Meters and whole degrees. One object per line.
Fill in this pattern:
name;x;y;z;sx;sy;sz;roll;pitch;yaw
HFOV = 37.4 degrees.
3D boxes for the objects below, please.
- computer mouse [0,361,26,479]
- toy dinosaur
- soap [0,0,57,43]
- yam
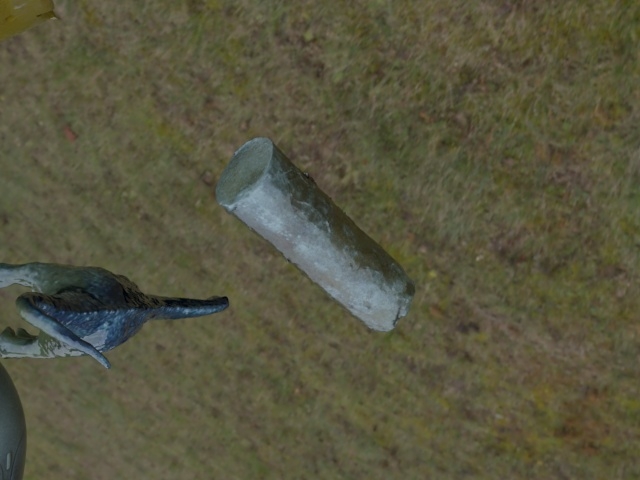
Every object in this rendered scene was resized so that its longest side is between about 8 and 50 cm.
computer mouse;-0.470;0.318;1.340;0.090;0.167;0.380;-2;104;23
toy dinosaur;-0.180;0.052;0.723;0.147;0.363;0.077;-3;86;8
soap;-0.358;-0.200;0.702;0.143;0.281;0.259;60;168;5
yam;0.000;0.000;1.062;0.093;0.093;0.259;-23;126;42
